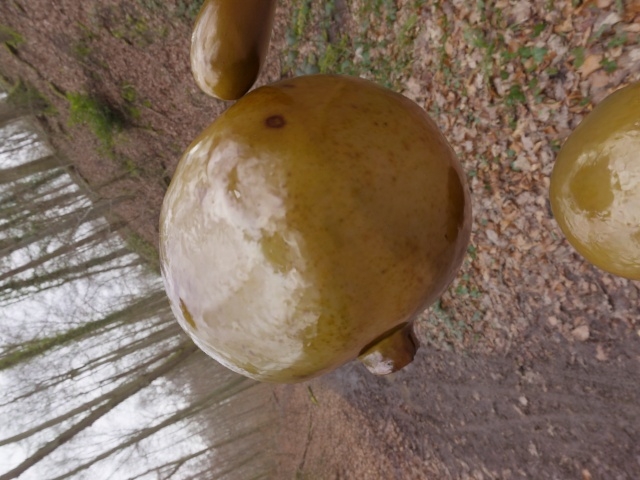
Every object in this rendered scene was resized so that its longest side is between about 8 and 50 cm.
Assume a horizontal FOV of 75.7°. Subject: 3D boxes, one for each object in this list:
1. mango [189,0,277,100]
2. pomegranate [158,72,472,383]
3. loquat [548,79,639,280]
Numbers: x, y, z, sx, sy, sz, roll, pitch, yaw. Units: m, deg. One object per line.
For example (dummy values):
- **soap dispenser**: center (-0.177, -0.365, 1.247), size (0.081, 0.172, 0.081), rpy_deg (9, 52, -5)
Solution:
- **mango**: center (-0.095, -0.253, 0.472), size (0.102, 0.084, 0.184), rpy_deg (-143, 71, -76)
- **pomegranate**: center (0.000, 0.000, 0.560), size (0.416, 0.415, 0.418), rpy_deg (159, 90, -84)
- **loquat**: center (0.433, -0.073, 0.511), size (0.263, 0.262, 0.264), rpy_deg (159, 90, -84)
